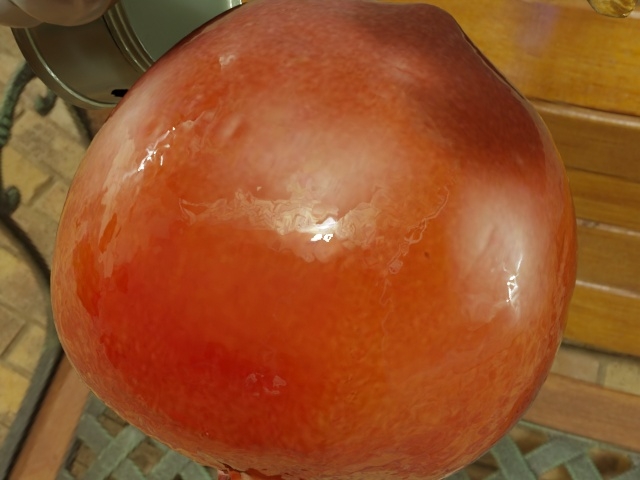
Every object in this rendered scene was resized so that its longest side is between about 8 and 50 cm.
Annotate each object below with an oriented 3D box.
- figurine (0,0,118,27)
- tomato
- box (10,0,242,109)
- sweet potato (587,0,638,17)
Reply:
[{"bbox_3d":[-0.206,-0.231,0.479,0.176,0.133,0.236,5,151,23],"label":"figurine"},{"bbox_3d":[0.000,0.000,0.517,0.321,0.322,0.322,16,141,14],"label":"tomato"},{"bbox_3d":[-0.207,-0.265,0.886,0.149,0.226,0.226,-4,133,29],"label":"box"},{"bbox_3d":[0.212,-0.308,0.757,0.244,0.077,0.077,52,145,14],"label":"sweet potato"}]
